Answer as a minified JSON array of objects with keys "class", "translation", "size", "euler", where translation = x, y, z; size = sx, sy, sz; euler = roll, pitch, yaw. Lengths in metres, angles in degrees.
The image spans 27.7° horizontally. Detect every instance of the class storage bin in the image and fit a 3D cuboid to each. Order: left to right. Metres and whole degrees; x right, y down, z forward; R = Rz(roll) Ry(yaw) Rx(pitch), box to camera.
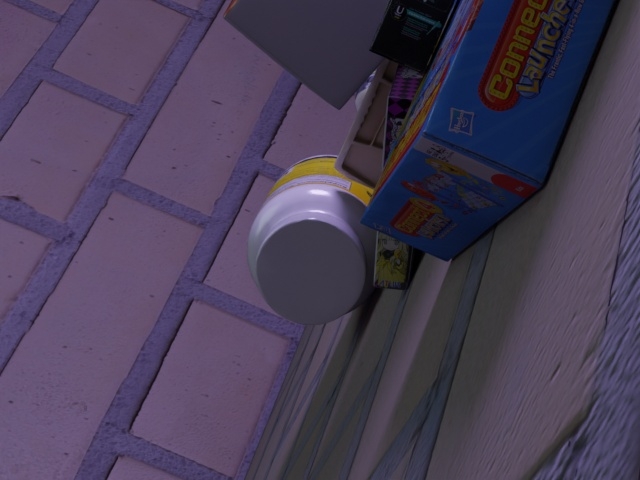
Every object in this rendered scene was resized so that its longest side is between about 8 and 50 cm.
[{"class":"storage bin","translation":[0.138,-0.228,1.694],"size":[0.260,0.123,0.262],"euler":[116,177,-50]}]

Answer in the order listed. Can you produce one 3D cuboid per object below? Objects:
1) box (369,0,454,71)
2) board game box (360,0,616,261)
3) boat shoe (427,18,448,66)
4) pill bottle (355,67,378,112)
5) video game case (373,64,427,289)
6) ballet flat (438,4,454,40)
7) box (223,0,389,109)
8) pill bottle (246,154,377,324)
[{"class":"box","translation":[0.081,-0.192,1.110],"size":[0.062,0.052,0.083],"euler":[-82,15,-83]},{"class":"board game box","translation":[0.145,-0.158,0.997],"size":[0.308,0.086,0.302],"euler":[120,174,-77]},{"class":"boat shoe","translation":[0.160,-0.211,1.434],"size":[0.079,0.084,0.233],"euler":[-20,35,20]},{"class":"pill bottle","translation":[0.151,-0.285,1.988],"size":[0.130,0.130,0.245],"euler":[117,177,-64]},{"class":"video game case","translation":[0.093,-0.084,1.428],"size":[0.232,0.042,0.210],"euler":[-70,-15,-68]},{"class":"ballet flat","translation":[0.166,-0.201,1.310],"size":[0.248,0.086,0.086],"euler":[-73,7,-59]},{"class":"box","translation":[0.072,-0.349,1.442],"size":[0.345,0.168,0.215],"euler":[-48,12,21]},{"class":"pill bottle","translation":[0.000,0.000,1.791],"size":[0.334,0.188,0.188],"euler":[-72,6,-75]}]
